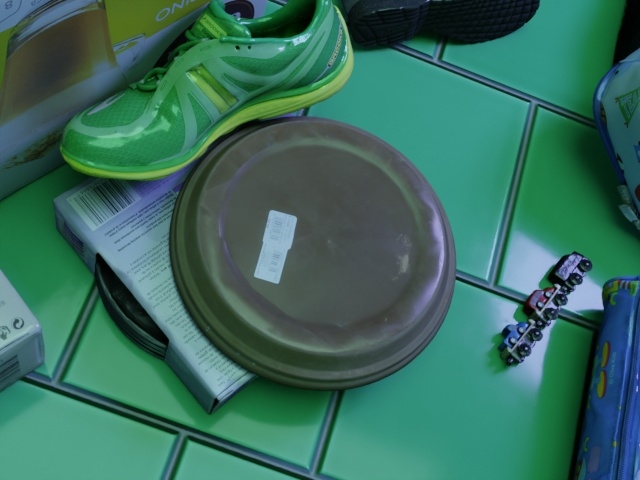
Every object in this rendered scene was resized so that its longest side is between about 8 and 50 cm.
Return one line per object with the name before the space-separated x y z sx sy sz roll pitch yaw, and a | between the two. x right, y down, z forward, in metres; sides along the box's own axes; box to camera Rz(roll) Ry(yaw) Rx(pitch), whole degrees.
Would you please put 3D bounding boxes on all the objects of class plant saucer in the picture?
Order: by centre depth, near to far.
plant saucer | 0.000 0.000 0.892 0.277 0.041 0.278 5 66 -12

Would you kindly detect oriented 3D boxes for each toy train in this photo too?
toy train | 0.231 0.068 0.997 0.036 0.027 0.158 38 63 9

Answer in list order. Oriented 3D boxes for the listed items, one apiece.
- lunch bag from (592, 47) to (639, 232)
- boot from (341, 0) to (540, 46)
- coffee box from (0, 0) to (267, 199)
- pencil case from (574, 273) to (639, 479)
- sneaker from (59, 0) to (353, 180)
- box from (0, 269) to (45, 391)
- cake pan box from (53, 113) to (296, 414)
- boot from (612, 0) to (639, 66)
lunch bag | 0.446 -0.124 1.052 0.303 0.115 0.243 -33 105 -17
boot | 0.125 -0.315 1.116 0.246 0.083 0.161 -6 63 -18
coffee box | -0.261 -0.299 0.868 0.337 0.334 0.338 -35 80 -25
pencil case | 0.305 0.175 0.911 0.119 0.133 0.306 5 59 25
sneaker | -0.108 -0.153 0.875 0.295 0.124 0.109 -29 45 -19
box | -0.354 0.010 0.834 0.094 0.113 0.275 -33 79 -25
cake pan box | -0.086 -0.002 0.929 0.267 0.070 0.246 -38 78 -25
boot | 0.476 -0.256 1.163 0.207 0.094 0.247 21 57 0
